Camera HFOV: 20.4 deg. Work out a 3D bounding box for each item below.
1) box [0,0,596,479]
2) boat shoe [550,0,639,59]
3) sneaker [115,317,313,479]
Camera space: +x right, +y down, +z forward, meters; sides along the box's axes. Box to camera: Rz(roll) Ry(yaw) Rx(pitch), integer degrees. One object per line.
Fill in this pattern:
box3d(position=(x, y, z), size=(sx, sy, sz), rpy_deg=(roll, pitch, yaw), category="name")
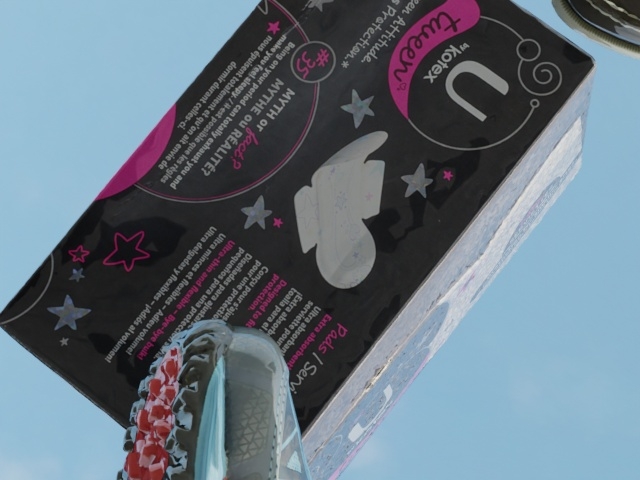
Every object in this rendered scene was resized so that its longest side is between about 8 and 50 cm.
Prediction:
box3d(position=(0.000, 0.000, 0.822), size=(0.142, 0.163, 0.247), rpy_deg=(38, -97, 14), category="box")
box3d(position=(0.222, -0.121, 0.820), size=(0.228, 0.069, 0.081), rpy_deg=(1, -90, -8), category="boat shoe")
box3d(position=(0.006, 0.150, 0.580), size=(0.125, 0.104, 0.261), rpy_deg=(-10, -87, -18), category="sneaker")
